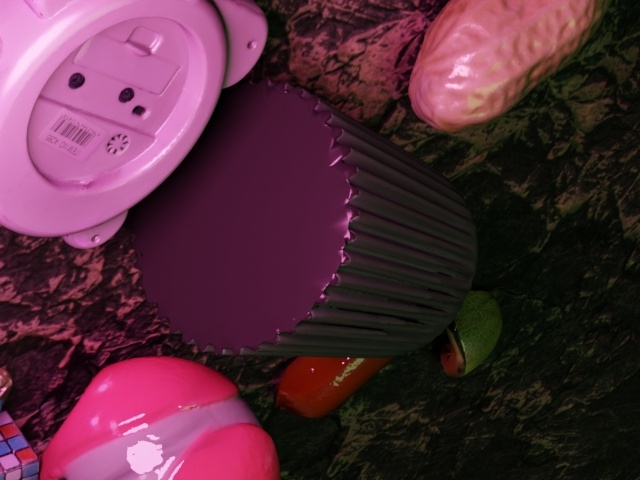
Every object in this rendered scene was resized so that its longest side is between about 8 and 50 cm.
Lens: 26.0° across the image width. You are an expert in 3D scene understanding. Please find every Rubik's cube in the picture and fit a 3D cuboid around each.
[{"bbox_3d":[-0.392,0.271,1.625,0.092,0.092,0.092,-16,135,-34],"label":"Rubik's cube"}]

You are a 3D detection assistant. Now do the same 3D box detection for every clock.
[{"bbox_3d":[-0.229,-0.148,1.353,0.295,0.113,0.322,17,115,-51],"label":"clock"}]

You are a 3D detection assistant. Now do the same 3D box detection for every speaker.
[{"bbox_3d":[-0.187,0.290,1.661,0.294,0.294,0.294,-26,141,-24],"label":"speaker"}]

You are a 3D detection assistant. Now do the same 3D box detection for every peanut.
[{"bbox_3d":[0.233,-0.256,1.677,0.313,0.152,0.152,-38,144,-9],"label":"peanut"}]

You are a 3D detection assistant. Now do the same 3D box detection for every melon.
[{"bbox_3d":[0.239,0.143,2.131,0.128,0.079,0.160,-30,142,-17],"label":"melon"}]

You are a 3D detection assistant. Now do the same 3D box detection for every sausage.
[{"bbox_3d":[0.076,0.126,1.942,0.348,0.094,0.097,-46,141,3],"label":"sausage"}]

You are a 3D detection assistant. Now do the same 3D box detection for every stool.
[{"bbox_3d":[0.000,0.000,1.586,0.297,0.297,0.330,-54,148,12],"label":"stool"}]

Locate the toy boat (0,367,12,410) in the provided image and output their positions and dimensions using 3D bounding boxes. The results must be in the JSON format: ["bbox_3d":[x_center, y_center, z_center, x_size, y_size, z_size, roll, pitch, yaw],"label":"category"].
[{"bbox_3d":[-0.426,0.198,1.534,0.185,0.075,0.077,-20,146,-35],"label":"toy boat"}]
